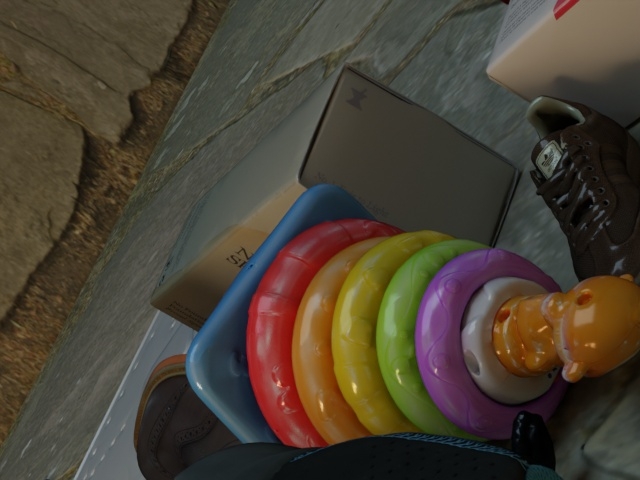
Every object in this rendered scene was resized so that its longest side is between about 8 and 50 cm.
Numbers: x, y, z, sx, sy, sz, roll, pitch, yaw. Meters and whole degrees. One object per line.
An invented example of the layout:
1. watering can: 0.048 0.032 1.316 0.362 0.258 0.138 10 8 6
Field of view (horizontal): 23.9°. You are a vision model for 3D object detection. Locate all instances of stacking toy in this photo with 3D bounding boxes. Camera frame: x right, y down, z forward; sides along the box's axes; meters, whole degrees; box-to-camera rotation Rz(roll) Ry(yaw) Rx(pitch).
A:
1. stacking toy: 0.079 0.056 0.855 0.302 0.166 0.175 -13 37 57

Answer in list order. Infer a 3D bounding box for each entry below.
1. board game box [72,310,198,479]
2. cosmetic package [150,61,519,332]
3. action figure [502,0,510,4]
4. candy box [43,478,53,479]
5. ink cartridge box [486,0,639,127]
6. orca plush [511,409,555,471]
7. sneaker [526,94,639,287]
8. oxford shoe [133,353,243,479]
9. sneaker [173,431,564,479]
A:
1. board game box: -0.147 0.144 1.642 0.390 0.050 0.390 -35 27 60
2. cosmetic package: 0.000 0.000 1.190 0.309 0.160 0.113 -38 26 60
3. action figure: 0.200 -0.341 1.263 0.280 0.139 0.091 -62 15 -20
4. candy box: -0.183 0.309 1.166 0.196 0.165 0.070 -64 12 -15
5. ink cartridge box: 0.216 -0.207 0.974 0.172 0.100 0.237 -40 24 54
6. orca plush: 0.085 0.161 0.648 0.151 0.102 0.287 -52 15 28
7. sneaker: 0.151 -0.024 0.878 0.066 0.071 0.188 -53 14 24
8. oxford shoe: -0.070 0.163 1.170 0.364 0.130 0.133 -37 32 58
9. sneaker: 0.000 0.212 0.397 0.139 0.125 0.341 -16 62 42
